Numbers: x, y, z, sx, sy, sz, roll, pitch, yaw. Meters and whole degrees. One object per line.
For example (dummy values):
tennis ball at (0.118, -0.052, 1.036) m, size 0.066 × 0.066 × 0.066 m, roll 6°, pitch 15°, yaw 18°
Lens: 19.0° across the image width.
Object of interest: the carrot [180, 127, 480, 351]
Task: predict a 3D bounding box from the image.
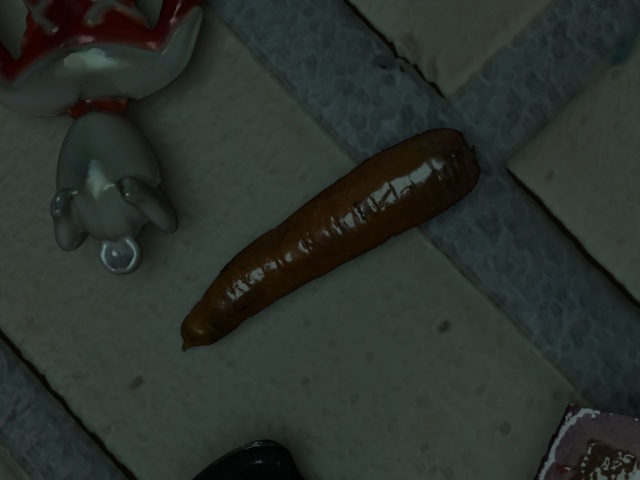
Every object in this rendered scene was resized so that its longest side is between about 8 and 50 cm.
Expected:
carrot at (0.000, 0.000, 1.283) m, size 0.248 × 0.059 × 0.059 m, roll -33°, pitch 85°, yaw 11°

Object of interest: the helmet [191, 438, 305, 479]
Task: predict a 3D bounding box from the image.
helmet at (-0.032, 0.232, 1.251) m, size 0.177 × 0.153 × 0.107 m, roll 37°, pitch 128°, yaw -1°

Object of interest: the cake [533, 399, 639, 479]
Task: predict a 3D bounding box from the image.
cake at (0.167, 0.247, 1.220) m, size 0.116 × 0.113 × 0.295 m, roll 20°, pitch 89°, yaw 19°

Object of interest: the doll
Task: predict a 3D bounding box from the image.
doll at (-0.163, -0.166, 1.295) m, size 0.188 × 0.099 × 0.384 m, roll -10°, pitch 82°, yaw 11°
